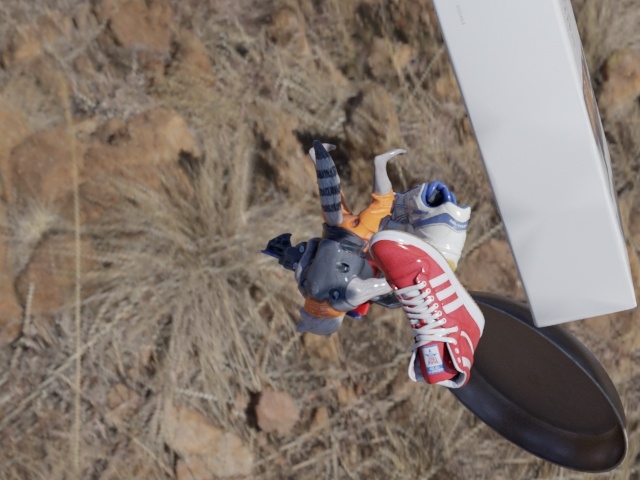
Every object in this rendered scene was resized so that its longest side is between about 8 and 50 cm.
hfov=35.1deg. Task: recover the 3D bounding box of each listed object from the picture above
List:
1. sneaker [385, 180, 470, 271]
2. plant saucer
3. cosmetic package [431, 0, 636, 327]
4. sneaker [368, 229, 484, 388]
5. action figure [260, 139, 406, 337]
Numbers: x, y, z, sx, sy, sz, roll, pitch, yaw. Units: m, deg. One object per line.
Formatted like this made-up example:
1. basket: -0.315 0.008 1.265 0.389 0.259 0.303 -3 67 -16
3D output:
1. sneaker: 0.187 -0.049 1.803 0.111 0.131 0.296 15 14 -25
2. plant saucer: 0.254 0.168 1.267 0.310 0.311 0.050 28 60 31
3. cosmetic package: 0.186 -0.158 0.907 0.097 0.377 0.284 -15 26 16
4. sneaker: 0.067 0.050 0.665 0.042 0.118 0.067 -18 39 38
5. action figure: 0.000 0.000 1.710 0.341 0.178 0.330 9 94 37
